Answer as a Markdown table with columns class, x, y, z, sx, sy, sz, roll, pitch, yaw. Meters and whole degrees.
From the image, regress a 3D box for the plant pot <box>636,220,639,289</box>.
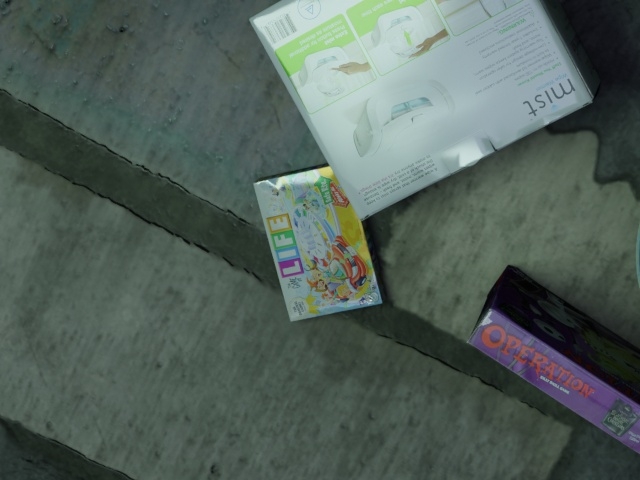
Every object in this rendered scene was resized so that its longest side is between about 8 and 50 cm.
| class | x | y | z | sx | sy | sz | roll | pitch | yaw |
| --- | --- | --- | --- | --- | --- | --- | --- | --- | --- |
| plant pot | 0.447 | -0.006 | 1.677 | 0.290 | 0.195 | 0.290 | 3 | 104 | 12 |

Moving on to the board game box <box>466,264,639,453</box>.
| class | x | y | z | sx | sy | sz | roll | pitch | yaw |
| --- | --- | --- | --- | --- | --- | --- | --- | --- | --- |
| board game box | 0.308 | 0.153 | 1.745 | 0.346 | 0.208 | 0.056 | 33 | 109 | 2 |

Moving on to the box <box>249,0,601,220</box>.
| class | x | y | z | sx | sy | sz | roll | pitch | yaw |
| --- | --- | --- | --- | --- | --- | --- | --- | --- | --- |
| box | 0.105 | -0.184 | 1.748 | 0.262 | 0.127 | 0.231 | -28 | 97 | 18 |

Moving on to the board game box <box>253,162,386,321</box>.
| class | x | y | z | sx | sy | sz | roll | pitch | yaw |
| --- | --- | --- | --- | --- | --- | --- | --- | --- | --- |
| board game box | 0.000 | 0.000 | 1.871 | 0.103 | 0.026 | 0.154 | -12 | 101 | 16 |
